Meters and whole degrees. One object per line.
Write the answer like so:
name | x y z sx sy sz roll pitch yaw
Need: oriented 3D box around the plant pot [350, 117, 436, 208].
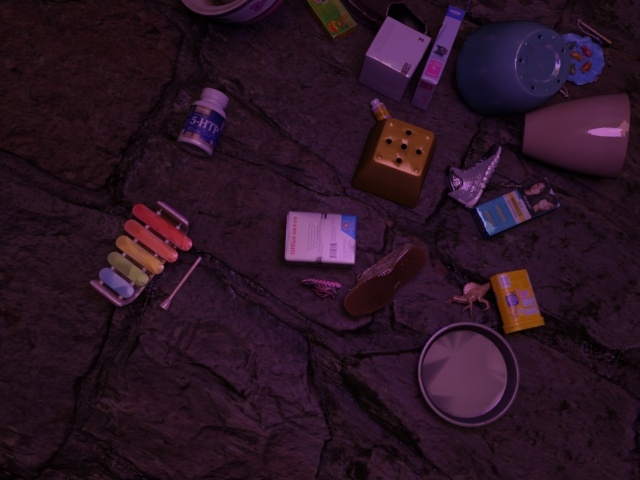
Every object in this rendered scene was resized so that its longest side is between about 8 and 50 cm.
plant pot | 0.229 -0.244 1.827 0.212 0.187 0.212 20 78 1

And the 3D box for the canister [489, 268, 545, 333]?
canister | 0.571 0.177 1.804 0.126 0.073 0.169 -6 75 -26

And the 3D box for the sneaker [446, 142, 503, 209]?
sneaker | 0.457 -0.219 1.888 0.132 0.086 0.228 27 79 5

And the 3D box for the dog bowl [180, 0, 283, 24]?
dog bowl | -0.245 -0.842 1.873 0.408 0.150 0.407 -5 80 28

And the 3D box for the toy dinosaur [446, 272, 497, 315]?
toy dinosaur | 0.466 0.162 1.823 0.183 0.053 0.092 -24 79 -8

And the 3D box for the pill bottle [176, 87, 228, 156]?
pill bottle | -0.347 -0.356 1.858 0.112 0.112 0.186 18 78 1

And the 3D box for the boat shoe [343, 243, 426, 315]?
boat shoe | 0.182 0.114 1.810 0.285 0.089 0.104 -36 108 -7

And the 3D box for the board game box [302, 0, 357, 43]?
board game box | 0.028 -0.734 1.992 0.092 0.043 0.181 -32 81 -9

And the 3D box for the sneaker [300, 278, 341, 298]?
sneaker | -0.001 0.143 1.809 0.119 0.047 0.057 10 89 0

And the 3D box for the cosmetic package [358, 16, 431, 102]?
cosmetic package | 0.223 -0.549 1.892 0.152 0.183 0.151 28 78 3

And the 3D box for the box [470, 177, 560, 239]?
box | 0.591 -0.096 1.880 0.244 0.060 0.100 -23 80 -7

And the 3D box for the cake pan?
cake pan | 0.419 0.381 1.773 0.293 0.054 0.293 1 78 -3

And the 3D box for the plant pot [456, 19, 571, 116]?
plant pot | 0.589 -0.513 1.826 0.293 0.235 0.292 -3 101 -16

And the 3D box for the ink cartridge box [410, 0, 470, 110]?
ink cartridge box | 0.367 -0.578 1.905 0.065 0.186 0.311 24 77 4

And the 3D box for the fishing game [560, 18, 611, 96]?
fishing game | 0.833 -0.593 2.009 0.189 0.041 0.264 43 79 9

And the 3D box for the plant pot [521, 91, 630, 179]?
plant pot | 0.752 -0.316 1.860 0.274 0.256 0.256 4 77 14

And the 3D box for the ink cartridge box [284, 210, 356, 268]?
ink cartridge box | 0.000 0.000 1.814 0.203 0.086 0.148 4 78 -1

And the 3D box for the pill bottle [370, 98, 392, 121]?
pill bottle | 0.188 -0.400 1.930 0.043 0.043 0.083 -28 81 -8

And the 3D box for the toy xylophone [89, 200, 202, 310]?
toy xylophone | -0.486 0.055 1.779 0.236 0.081 0.322 28 78 3

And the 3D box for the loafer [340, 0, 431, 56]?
loafer | 0.214 -0.733 1.957 0.366 0.130 0.133 38 79 5

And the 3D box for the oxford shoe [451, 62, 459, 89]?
oxford shoe | 0.490 -0.578 1.959 0.083 0.096 0.227 33 80 2
